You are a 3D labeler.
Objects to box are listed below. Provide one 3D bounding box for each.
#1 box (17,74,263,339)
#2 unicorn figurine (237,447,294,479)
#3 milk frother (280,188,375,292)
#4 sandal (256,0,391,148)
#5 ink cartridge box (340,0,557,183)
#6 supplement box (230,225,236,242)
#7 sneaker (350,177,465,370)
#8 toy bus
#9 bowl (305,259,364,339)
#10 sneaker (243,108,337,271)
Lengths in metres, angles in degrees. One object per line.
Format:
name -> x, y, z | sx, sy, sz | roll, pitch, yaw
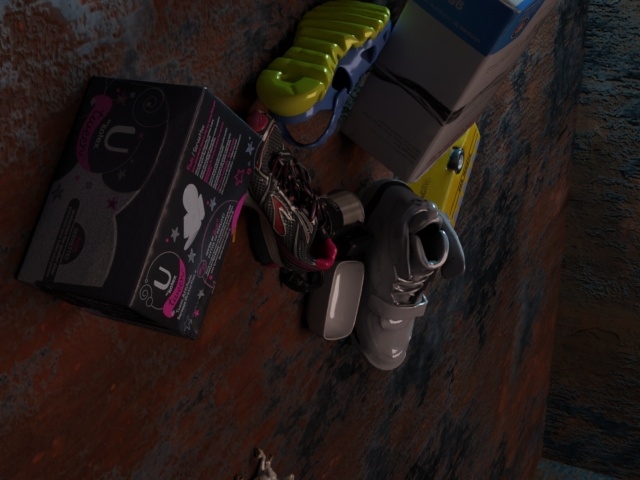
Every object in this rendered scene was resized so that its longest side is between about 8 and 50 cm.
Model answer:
box -> -0.195, -0.039, 1.116 | 0.142, 0.163, 0.247 | 42, 63, -59
unicorn figurine -> -0.093, 0.403, 1.683 | 0.162, 0.060, 0.111 | -34, 134, -36
milk frother -> 0.000, 0.000, 1.667 | 0.143, 0.129, 0.135 | -41, 170, 27
sandal -> 0.009, -0.252, 1.528 | 0.317, 0.126, 0.138 | -51, 148, -36
ink cartridge box -> 0.231, -0.323, 1.688 | 0.285, 0.166, 0.395 | -42, 168, -43
supplement box -> -0.150, -0.023, 1.366 | 0.083, 0.043, 0.054 | -16, 117, -62
sneaker -> 0.148, 0.080, 1.837 | 0.138, 0.210, 0.365 | -2, 102, -23
toy bus -> 0.227, -0.095, 2.083 | 0.130, 0.108, 0.332 | 51, 55, -62
bowl -> 0.021, 0.100, 1.786 | 0.142, 0.053, 0.142 | 3, 97, -65
sneaker -> -0.050, -0.070, 1.483 | 0.120, 0.112, 0.299 | -62, 151, -32
